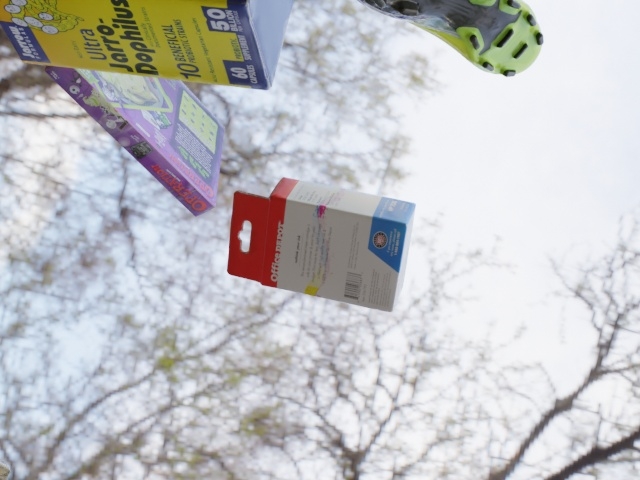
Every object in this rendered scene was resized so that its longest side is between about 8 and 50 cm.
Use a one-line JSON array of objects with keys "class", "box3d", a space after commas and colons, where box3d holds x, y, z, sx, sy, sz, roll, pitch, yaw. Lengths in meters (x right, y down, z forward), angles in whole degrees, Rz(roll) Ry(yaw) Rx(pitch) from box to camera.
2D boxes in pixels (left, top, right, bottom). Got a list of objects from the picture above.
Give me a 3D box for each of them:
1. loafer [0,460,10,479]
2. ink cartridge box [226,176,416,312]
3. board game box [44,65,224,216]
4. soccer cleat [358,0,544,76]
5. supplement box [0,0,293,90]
[{"class": "loafer", "box3d": [-0.400, 0.273, 1.437, 0.050, 0.148, 0.056, -42, -156, -24]}, {"class": "ink cartridge box", "box3d": [0.000, 0.000, 1.602, 0.231, 0.078, 0.134, 12, -63, 9]}, {"class": "board game box", "box3d": [-0.278, -0.217, 1.890, 0.056, 0.347, 0.208, -29, -144, 21]}, {"class": "soccer cleat", "box3d": [0.138, -0.271, 1.356, 0.093, 0.289, 0.121, -57, -141, 18]}, {"class": "supplement box", "box3d": [-0.227, -0.341, 1.566, 0.356, 0.194, 0.195, 8, -114, 11]}]
